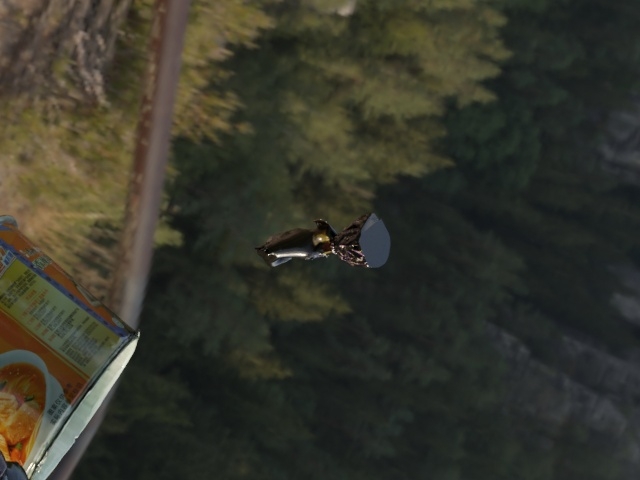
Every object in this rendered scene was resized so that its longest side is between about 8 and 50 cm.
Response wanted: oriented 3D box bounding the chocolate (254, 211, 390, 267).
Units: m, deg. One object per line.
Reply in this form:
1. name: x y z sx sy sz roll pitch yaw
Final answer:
1. chocolate: 0.002 0.000 1.244 0.072 0.147 0.070 9 87 -59

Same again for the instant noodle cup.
1. instant noodle cup: -0.361 0.143 1.295 0.296 0.214 0.296 -57 180 1

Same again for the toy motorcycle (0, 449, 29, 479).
1. toy motorcycle: -0.285 0.246 0.893 0.213 0.082 0.122 -83 159 -54
